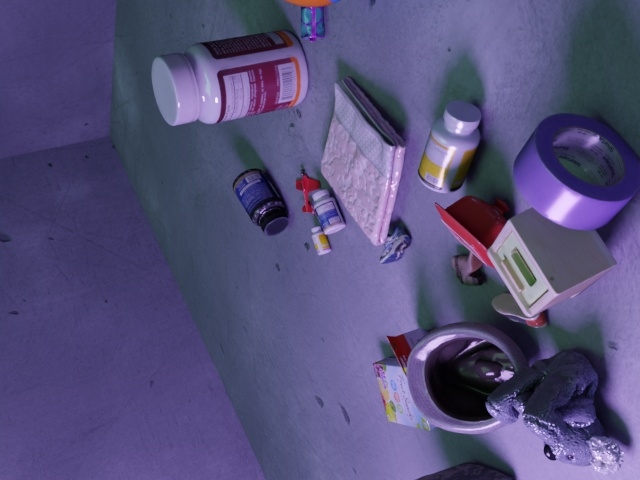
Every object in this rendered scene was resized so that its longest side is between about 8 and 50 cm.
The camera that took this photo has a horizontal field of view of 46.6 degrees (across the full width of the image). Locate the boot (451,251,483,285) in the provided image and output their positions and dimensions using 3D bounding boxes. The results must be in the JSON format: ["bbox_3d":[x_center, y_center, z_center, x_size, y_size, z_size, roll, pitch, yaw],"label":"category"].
[{"bbox_3d":[0.328,0.049,1.665,0.087,0.042,0.118,29,130,57],"label":"boot"}]

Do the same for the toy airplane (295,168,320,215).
[{"bbox_3d":[-0.043,-0.144,2.266,0.151,0.028,0.151,37,136,47],"label":"toy airplane"}]

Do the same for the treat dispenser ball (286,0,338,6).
[{"bbox_3d":[-0.017,-0.659,1.622,0.288,0.288,0.288,40,139,47],"label":"treat dispenser ball"}]

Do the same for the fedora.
[{"bbox_3d":[0.341,0.292,1.634,0.275,0.124,0.243,-22,82,32],"label":"fedora"}]

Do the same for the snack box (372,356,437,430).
[{"bbox_3d":[0.240,0.411,2.016,0.207,0.070,0.174,-12,94,61],"label":"snack box"}]

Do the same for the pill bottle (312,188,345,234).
[{"bbox_3d":[0.021,-0.083,2.138,0.120,0.067,0.067,67,153,10],"label":"pill bottle"}]

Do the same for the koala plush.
[{"bbox_3d":[0.483,0.351,1.446,0.221,0.203,0.196,55,165,-11],"label":"koala plush"}]

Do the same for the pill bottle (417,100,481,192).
[{"bbox_3d":[0.273,-0.196,1.553,0.103,0.103,0.184,53,147,33],"label":"pill bottle"}]

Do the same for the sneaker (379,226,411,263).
[{"bbox_3d":[0.188,0.013,1.910,0.135,0.052,0.058,-54,47,49],"label":"sneaker"}]

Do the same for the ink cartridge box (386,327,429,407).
[{"bbox_3d":[0.254,0.303,1.788,0.189,0.066,0.232,64,-168,18],"label":"ink cartridge box"}]

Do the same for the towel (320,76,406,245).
[{"bbox_3d":[0.098,-0.203,1.900,0.316,0.053,0.331,99,151,-41],"label":"towel"}]

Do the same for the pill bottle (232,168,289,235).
[{"bbox_3d":[-0.193,-0.125,2.458,0.219,0.123,0.122,57,150,28],"label":"pill bottle"}]

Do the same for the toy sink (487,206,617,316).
[{"bbox_3d":[0.399,0.038,1.335,0.152,0.131,0.234,62,174,15],"label":"toy sink"}]

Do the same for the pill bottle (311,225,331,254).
[{"bbox_3d":[0.000,0.000,2.253,0.043,0.043,0.083,-31,78,63],"label":"pill bottle"}]

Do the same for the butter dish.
[{"bbox_3d":[0.337,-0.036,1.526,0.160,0.118,0.160,47,-176,38],"label":"butter dish"}]

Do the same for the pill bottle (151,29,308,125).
[{"bbox_3d":[-0.253,-0.450,2.077,0.224,0.392,0.224,40,138,48],"label":"pill bottle"}]

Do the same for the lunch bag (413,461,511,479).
[{"bbox_3d":[0.329,0.705,1.776,0.213,0.305,0.255,2,104,65],"label":"lunch bag"}]

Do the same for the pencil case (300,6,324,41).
[{"bbox_3d":[-0.021,-0.596,1.915,0.070,0.065,0.151,-103,10,-60],"label":"pencil case"}]

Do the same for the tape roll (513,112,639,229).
[{"bbox_3d":[0.422,-0.115,1.225,0.189,0.189,0.080,59,151,25],"label":"tape roll"}]

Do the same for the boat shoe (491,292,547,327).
[{"bbox_3d":[0.415,0.148,1.557,0.043,0.049,0.137,41,169,-31],"label":"boat shoe"}]
